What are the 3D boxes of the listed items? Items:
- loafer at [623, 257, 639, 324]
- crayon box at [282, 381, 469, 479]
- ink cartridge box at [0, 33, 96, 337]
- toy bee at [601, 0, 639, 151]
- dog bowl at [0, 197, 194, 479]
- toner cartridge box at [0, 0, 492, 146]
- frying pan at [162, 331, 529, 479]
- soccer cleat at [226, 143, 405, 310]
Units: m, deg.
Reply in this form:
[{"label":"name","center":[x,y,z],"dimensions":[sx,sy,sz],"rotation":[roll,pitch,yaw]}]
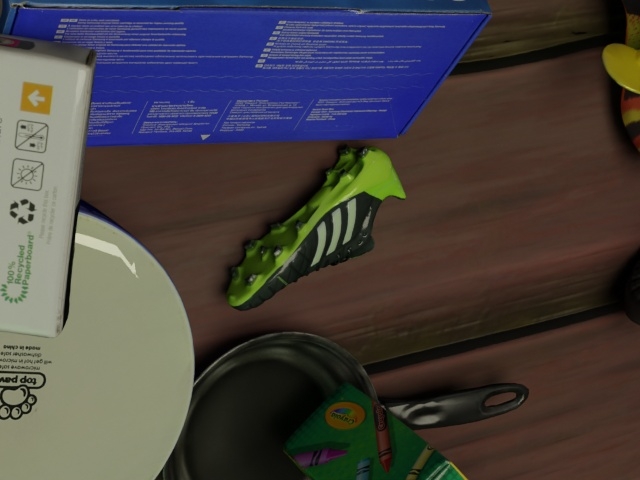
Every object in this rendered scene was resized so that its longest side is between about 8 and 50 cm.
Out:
[{"label":"loafer","center":[0.448,0.019,1.319],"dimensions":[0.366,0.134,0.130],"rotation":[-26,112,-19]},{"label":"crayon box","center":[0.107,0.250,1.134],"dimensions":[0.081,0.165,0.278],"rotation":[-45,120,-8]},{"label":"ink cartridge box","center":[-0.328,-0.053,0.845],"dimensions":[0.371,0.069,0.175],"rotation":[8,108,-8]},{"label":"toy bee","center":[0.308,-0.207,1.209],"dimensions":[0.195,0.162,0.298],"rotation":[-10,123,-57]},{"label":"dog bowl","center":[-0.228,0.090,1.010],"dimensions":[0.265,0.104,0.265],"rotation":[-6,104,-25]},{"label":"toner cartridge box","center":[-0.069,-0.142,1.000],"dimensions":[0.348,0.165,0.075],"rotation":[-3,61,-27]},{"label":"frying pan","center":[0.010,0.134,1.172],"dimensions":[0.326,0.053,0.197],"rotation":[-32,115,-19]},{"label":"soccer cleat","center":[0.000,0.000,1.132],"dimensions":[0.179,0.060,0.072],"rotation":[-46,119,-14]}]
